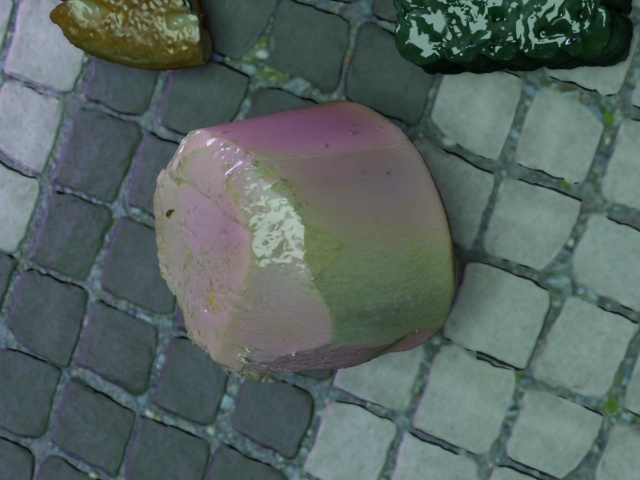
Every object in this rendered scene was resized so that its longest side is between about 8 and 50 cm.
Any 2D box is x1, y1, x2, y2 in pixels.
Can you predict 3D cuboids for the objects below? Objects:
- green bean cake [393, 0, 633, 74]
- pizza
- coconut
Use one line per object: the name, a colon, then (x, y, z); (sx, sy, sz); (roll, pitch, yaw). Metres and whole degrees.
green bean cake: (0.158, -0.240, 1.537); (0.208, 0.107, 0.193); (-2, 93, 21)
pizza: (-0.163, -0.256, 1.663); (0.154, 0.069, 0.194); (11, 98, 17)
coconut: (0.000, 0.000, 1.542); (0.233, 0.245, 0.233); (16, 110, 53)
